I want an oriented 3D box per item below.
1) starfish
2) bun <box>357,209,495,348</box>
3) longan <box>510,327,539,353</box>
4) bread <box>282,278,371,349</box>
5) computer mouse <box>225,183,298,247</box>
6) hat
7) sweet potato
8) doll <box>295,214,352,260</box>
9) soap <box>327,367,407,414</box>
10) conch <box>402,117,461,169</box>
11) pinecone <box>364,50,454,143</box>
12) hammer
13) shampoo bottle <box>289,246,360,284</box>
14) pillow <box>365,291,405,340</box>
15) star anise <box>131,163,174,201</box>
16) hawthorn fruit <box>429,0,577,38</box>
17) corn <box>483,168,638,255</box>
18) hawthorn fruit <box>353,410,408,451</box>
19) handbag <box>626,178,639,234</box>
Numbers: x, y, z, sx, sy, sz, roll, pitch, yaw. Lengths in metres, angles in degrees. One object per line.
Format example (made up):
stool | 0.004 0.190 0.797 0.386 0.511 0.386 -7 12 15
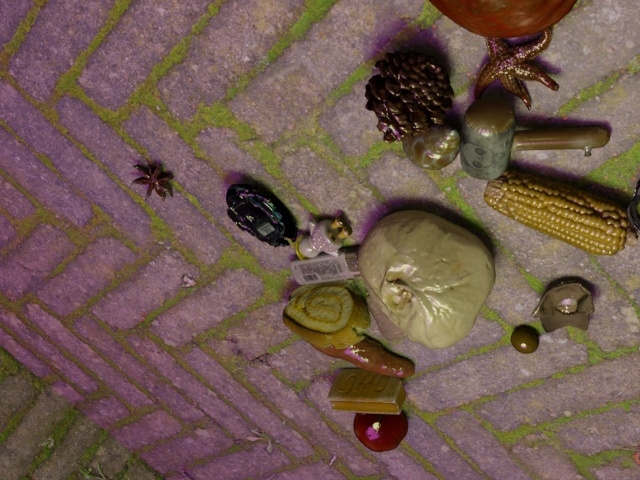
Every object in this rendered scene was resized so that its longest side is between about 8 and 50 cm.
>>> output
starfish | 0.379 -0.360 1.529 0.213 0.057 0.238 -24 114 40
bun | 0.250 0.100 1.859 0.361 0.213 0.361 10 112 25
longan | 0.541 0.266 1.999 0.075 0.075 0.083 27 177 3
bread | 0.015 0.203 2.131 0.257 0.186 0.124 2 146 31
computer mouse | -0.155 -0.075 2.040 0.146 0.077 0.242 -26 117 41
hat | 0.605 0.170 1.886 0.147 0.085 0.175 -5 150 17
sweet potato | 0.115 0.328 2.250 0.354 0.106 0.095 20 101 -10
doll | 0.000 0.000 2.026 0.207 0.081 0.129 -29 104 43
soap | 0.151 0.461 2.313 0.232 0.140 0.073 -5 126 31
conch | 0.251 -0.215 1.695 0.173 0.106 0.116 12 115 37
pinecone | 0.179 -0.307 1.602 0.204 0.179 0.184 -20 94 57
hammer | 0.452 -0.212 1.593 0.305 0.113 0.202 2 152 9
shampoo bottle | 0.024 0.072 2.093 0.227 0.056 0.086 -11 117 34
pillow | 0.247 0.178 2.066 0.270 0.067 0.173 -25 110 37
star anise | -0.470 -0.170 2.141 0.141 0.042 0.141 12 131 14
hawthorn fruit | 0.281 -0.550 1.209 0.402 0.403 0.403 14 134 15
corn | 0.532 -0.062 1.666 0.347 0.130 0.130 21 135 11
hawthorn fruit | 0.184 0.578 2.395 0.169 0.169 0.188 -15 118 36
handbag | 0.767 -0.080 1.518 0.283 0.149 0.302 -12 124 31
